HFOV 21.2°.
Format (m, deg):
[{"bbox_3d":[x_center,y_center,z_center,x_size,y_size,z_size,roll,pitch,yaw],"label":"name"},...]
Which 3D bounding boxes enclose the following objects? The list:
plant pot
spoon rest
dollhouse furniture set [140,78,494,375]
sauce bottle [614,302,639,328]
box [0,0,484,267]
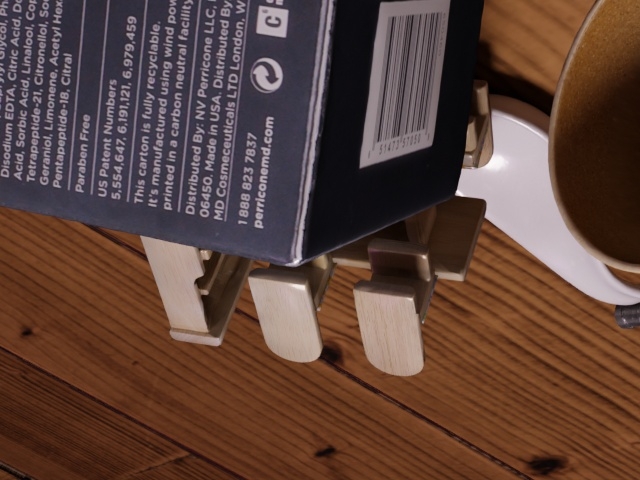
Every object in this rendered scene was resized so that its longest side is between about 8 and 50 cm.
[{"bbox_3d":[0.318,-0.056,1.084,0.254,0.237,0.237,21,158,-31],"label":"plant pot"},{"bbox_3d":[0.191,-0.027,1.367,0.276,0.084,0.137,33,152,-23],"label":"spoon rest"},{"bbox_3d":[0.000,0.000,1.280,0.242,0.212,0.161,7,141,17],"label":"dollhouse furniture set"},{"bbox_3d":[0.314,0.060,1.488,0.128,0.042,0.042,-7,142,45],"label":"sauce bottle"},{"bbox_3d":[-0.125,-0.141,1.093,0.395,0.212,0.293,11,-167,19],"label":"box"}]
